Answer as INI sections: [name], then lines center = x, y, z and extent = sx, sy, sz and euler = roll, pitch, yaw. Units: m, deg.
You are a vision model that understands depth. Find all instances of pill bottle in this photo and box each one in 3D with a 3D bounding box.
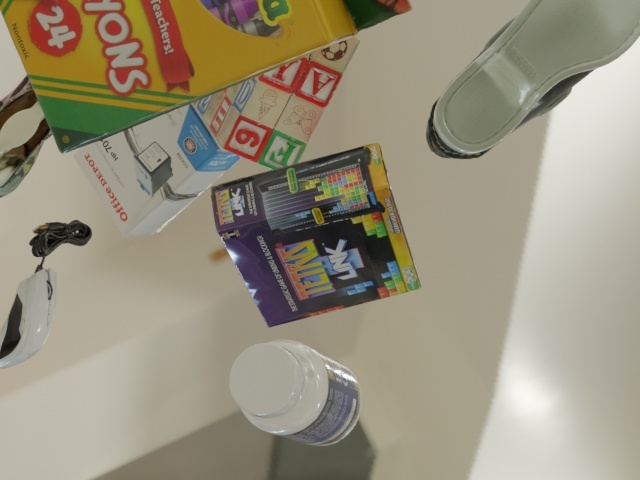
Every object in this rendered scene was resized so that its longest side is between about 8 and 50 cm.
[pill bottle]
center = -0.027, 0.150, 1.420
extent = 0.094, 0.094, 0.169
euler = 64, 11, 21

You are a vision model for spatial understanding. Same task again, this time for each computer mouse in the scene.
[computer mouse]
center = -0.330, 0.069, 1.690
extent = 0.042, 0.193, 0.106
euler = 23, 10, 16

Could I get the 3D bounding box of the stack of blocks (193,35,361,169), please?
[stack of blocks]
center = -0.068, -0.208, 1.655
extent = 0.087, 0.171, 0.297
euler = 22, 13, -22

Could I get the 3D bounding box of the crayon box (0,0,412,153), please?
[crayon box]
center = -0.109, -0.221, 1.170
extent = 0.202, 0.318, 0.081
euler = 67, 22, -6

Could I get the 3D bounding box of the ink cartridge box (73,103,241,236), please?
[ink cartridge box]
center = -0.210, -0.115, 1.866
extent = 0.140, 0.190, 0.082
euler = 56, 25, 13

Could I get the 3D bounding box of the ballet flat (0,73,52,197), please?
[ballet flat]
center = -0.319, -0.104, 1.465
extent = 0.077, 0.221, 0.079
euler = 43, 37, -9

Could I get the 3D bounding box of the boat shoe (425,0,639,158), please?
[boat shoe]
center = 0.232, -0.198, 1.549
extent = 0.114, 0.302, 0.091
euler = 56, -12, 0

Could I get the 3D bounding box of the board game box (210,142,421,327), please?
[board game box]
center = 0.000, 0.000, 1.177
extent = 0.170, 0.141, 0.048
euler = 66, 9, -57
